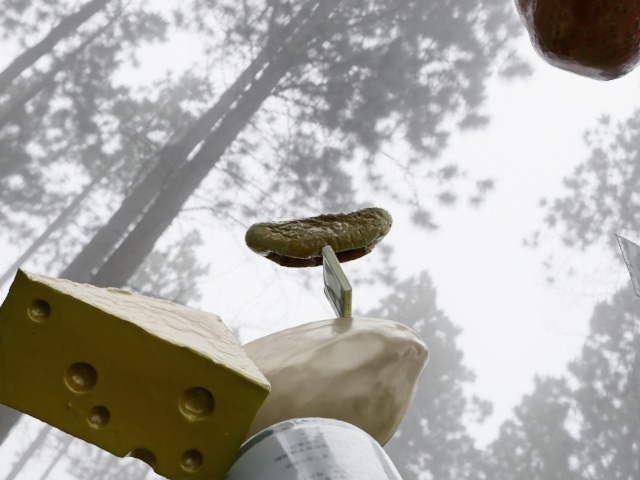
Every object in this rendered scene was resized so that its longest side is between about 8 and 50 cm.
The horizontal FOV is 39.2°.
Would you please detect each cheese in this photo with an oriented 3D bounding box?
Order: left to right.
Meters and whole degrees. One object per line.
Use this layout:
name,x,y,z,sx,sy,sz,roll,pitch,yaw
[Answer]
cheese,-0.144,0.088,0.618,0.171,0.126,0.093,24,-82,-28

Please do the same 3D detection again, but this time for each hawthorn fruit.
hawthorn fruit,0.283,-0.262,0.925,0.189,0.189,0.189,14,-47,16

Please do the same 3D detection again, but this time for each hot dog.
hot dog,0.000,0.000,1.449,0.242,0.073,0.084,-8,-24,-8

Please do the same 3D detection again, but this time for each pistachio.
pistachio,-0.013,0.200,1.117,0.214,0.318,0.193,58,-14,22

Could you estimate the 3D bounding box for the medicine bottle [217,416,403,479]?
medicine bottle,0.020,0.227,0.521,0.141,0.293,0.141,-4,-73,-13

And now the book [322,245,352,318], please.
book,0.022,0.069,1.216,0.014,0.077,0.111,-19,-34,-13

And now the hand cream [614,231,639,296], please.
hand cream,0.587,0.084,1.497,0.247,0.133,0.083,26,-52,-25
